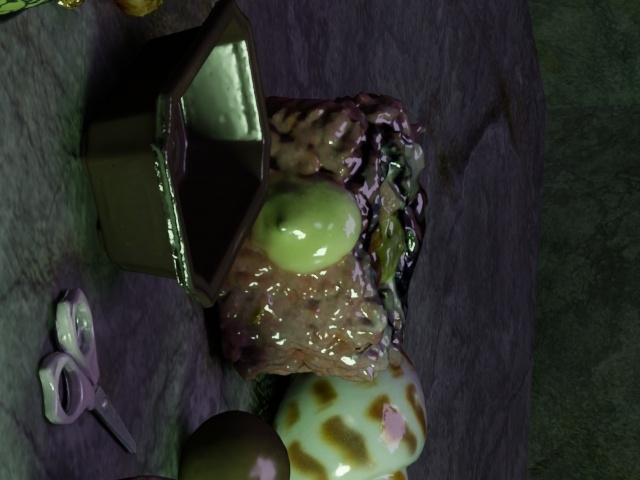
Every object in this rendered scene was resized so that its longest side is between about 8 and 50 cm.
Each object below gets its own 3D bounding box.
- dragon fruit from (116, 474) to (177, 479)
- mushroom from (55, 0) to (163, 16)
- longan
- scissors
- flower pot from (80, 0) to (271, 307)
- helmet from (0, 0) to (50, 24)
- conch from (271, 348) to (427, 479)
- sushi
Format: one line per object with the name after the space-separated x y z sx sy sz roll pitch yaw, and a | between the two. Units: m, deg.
-0.126 0.281 1.229 0.218 0.148 0.224 56 27 -1 | dragon fruit
-0.147 -0.215 1.270 0.126 0.085 0.109 58 33 -43 | mushroom
-0.070 0.194 1.510 0.113 0.092 0.113 -4 90 -86 | longan
-0.162 0.112 1.319 0.189 0.015 0.100 70 24 -57 | scissors
-0.112 -0.069 1.400 0.251 0.084 0.178 -66 151 -58 | flower pot
-0.160 -0.228 0.979 0.230 0.160 0.278 6 91 -65 | helmet
0.029 0.191 1.785 0.182 0.149 0.274 72 25 -67 | conch
0.000 0.000 1.663 0.236 0.171 0.270 43 51 -71 | sushi
